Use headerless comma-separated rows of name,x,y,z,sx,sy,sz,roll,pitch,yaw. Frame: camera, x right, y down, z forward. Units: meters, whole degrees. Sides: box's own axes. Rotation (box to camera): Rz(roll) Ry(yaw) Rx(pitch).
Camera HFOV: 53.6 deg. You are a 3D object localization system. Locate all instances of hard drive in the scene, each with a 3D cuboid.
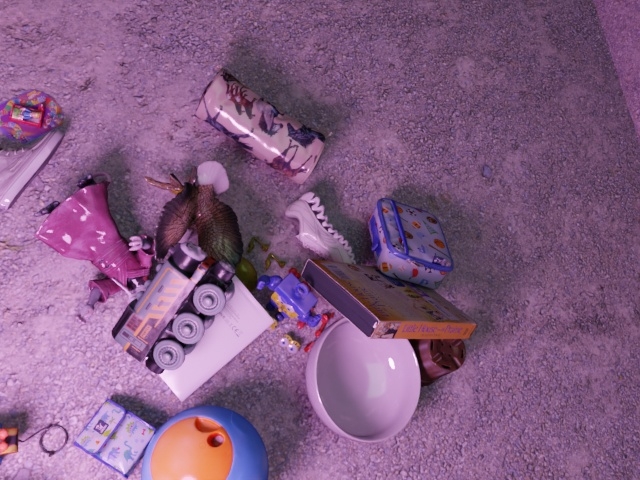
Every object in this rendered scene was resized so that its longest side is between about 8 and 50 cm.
hard drive,-0.301,0.235,1.641,0.307,0.040,0.203,-40,90,-14

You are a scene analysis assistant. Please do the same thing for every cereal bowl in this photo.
cereal bowl,0.101,0.377,1.740,0.339,0.141,0.339,8,73,-26

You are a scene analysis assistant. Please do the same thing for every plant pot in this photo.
plant pot,0.326,0.332,1.849,0.167,0.165,0.167,8,68,-20

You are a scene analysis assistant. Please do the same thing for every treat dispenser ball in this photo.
treat dispenser ball,-0.263,0.526,1.453,0.288,0.288,0.288,8,68,-21

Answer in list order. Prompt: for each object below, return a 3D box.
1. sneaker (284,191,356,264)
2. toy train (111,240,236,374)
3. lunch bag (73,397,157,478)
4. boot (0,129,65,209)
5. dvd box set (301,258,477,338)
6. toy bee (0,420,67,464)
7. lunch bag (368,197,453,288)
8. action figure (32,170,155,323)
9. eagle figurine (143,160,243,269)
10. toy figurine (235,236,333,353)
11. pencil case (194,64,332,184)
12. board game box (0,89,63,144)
sneaker,0.000,0.000,1.877,0.118,0.110,0.292,-31,78,-20
toy train,-0.348,0.161,1.514,0.190,0.142,0.334,36,103,-3
lunch bag,-0.483,0.465,1.497,0.151,0.096,0.129,31,63,6
boot,-0.776,-0.210,1.615,0.123,0.095,0.258,36,62,-15
dvd box set,0.192,0.164,1.731,0.420,0.062,0.307,8,22,-44
toy bee,-0.720,0.428,1.365,0.298,0.162,0.195,-24,81,-28
lunch bag,0.262,0.006,1.909,0.243,0.115,0.303,19,34,-19
action figure,-0.545,0.036,1.611,0.248,0.276,0.370,-37,108,1
eagle figurine,-0.330,-0.051,1.665,0.226,0.225,0.298,-12,38,-12
toy figurine,-0.087,0.123,1.720,0.362,0.217,0.191,48,60,-1
pencil case,-0.177,-0.347,1.888,0.410,0.160,0.183,33,70,-9
board game box,-0.781,-0.341,1.699,0.168,0.033,0.133,-39,89,-30
